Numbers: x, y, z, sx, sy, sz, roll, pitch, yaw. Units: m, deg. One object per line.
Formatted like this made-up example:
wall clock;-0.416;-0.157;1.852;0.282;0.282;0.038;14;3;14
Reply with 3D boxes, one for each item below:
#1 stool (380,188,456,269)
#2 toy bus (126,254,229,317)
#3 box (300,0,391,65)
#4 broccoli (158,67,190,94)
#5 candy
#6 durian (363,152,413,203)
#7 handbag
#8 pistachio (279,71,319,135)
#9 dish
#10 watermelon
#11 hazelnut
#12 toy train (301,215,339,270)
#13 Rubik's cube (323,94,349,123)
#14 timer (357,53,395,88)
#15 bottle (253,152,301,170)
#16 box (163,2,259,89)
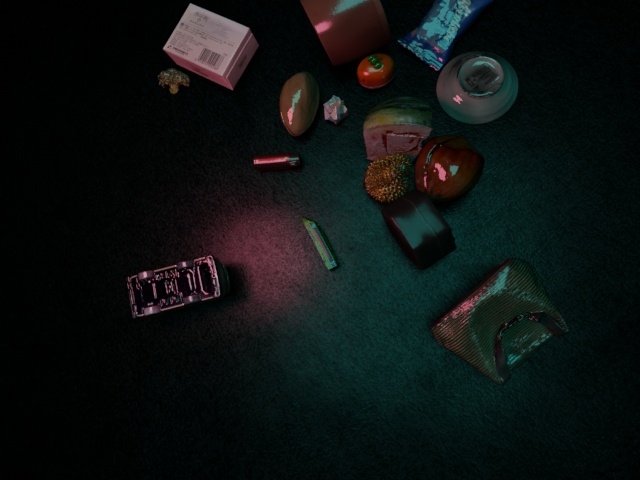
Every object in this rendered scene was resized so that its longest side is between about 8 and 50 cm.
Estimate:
stool;0.297;-0.036;1.292;0.141;0.232;0.232;-35;78;2
toy bus;-0.455;0.155;1.417;0.306;0.179;0.143;-16;80;8
box;0.079;-0.737;1.396;0.216;0.301;0.300;-27;78;10
broccoli;-0.551;-0.603;1.608;0.095;0.097;0.091;34;133;34
candy;0.432;-0.756;1.436;0.187;0.077;0.331;37;98;7
durian;0.219;-0.196;1.368;0.168;0.137;0.158;-10;78;19
handbag;0.505;0.226;1.197;0.340;0.247;0.240;-47;74;13
pistachio;-0.074;-0.474;1.471;0.136;0.136;0.225;8;90;11
dish;0.515;-0.517;1.385;0.261;0.085;0.260;-1;82;10
watermelon;0.261;-0.362;1.397;0.213;0.201;0.261;4;38;14
hazelnut;0.385;-0.219;1.315;0.181;0.181;0.212;-25;34;-15
toy train;0.000;0.000;1.425;0.042;0.044;0.209;-29;78;6
Rubik's cube;0.050;-0.450;1.466;0.075;0.073;0.084;39;88;14
timer;0.188;-0.577;1.436;0.136;0.136;0.099;-25;84;6
bottle;-0.147;-0.275;1.485;0.165;0.060;0.060;-3;82;10
box;-0.400;-0.711;1.563;0.274;0.116;0.203;28;87;13
